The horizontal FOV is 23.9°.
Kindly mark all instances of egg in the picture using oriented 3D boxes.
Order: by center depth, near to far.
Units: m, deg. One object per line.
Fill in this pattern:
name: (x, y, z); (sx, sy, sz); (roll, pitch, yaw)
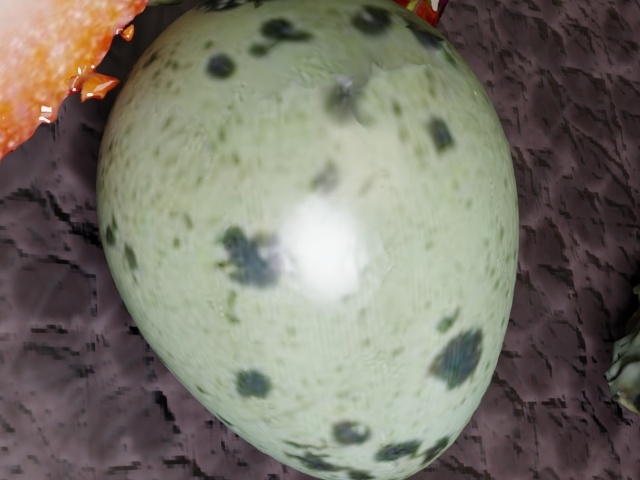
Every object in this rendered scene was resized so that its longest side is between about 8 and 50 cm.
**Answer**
egg: (0.000, 0.000, 0.649); (0.177, 0.177, 0.228); (-33, 114, -36)

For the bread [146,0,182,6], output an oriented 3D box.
bread: (-0.106, -0.169, 0.673); (0.094, 0.083, 0.157); (-31, 90, -16)

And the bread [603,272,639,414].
bread: (0.360, 0.012, 0.857); (0.264, 0.239, 0.395); (45, 60, -18)

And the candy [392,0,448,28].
candy: (0.034, -0.111, 0.781); (0.045, 0.043, 0.175); (38, 64, -19)

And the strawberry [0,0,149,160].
strawberry: (-0.177, -0.110, 0.592); (0.236, 0.106, 0.175); (-27, 123, -21)
